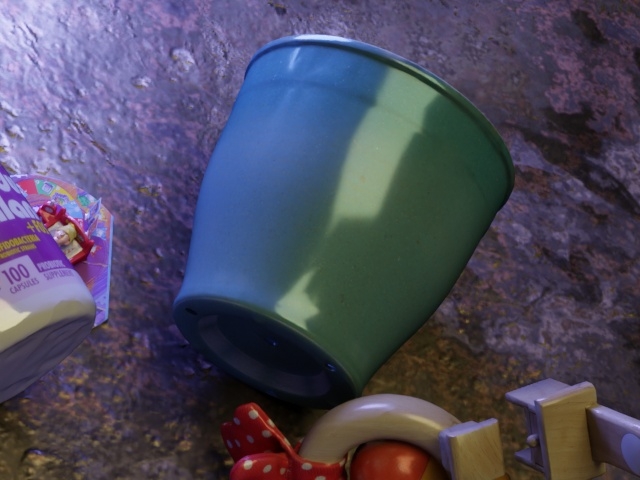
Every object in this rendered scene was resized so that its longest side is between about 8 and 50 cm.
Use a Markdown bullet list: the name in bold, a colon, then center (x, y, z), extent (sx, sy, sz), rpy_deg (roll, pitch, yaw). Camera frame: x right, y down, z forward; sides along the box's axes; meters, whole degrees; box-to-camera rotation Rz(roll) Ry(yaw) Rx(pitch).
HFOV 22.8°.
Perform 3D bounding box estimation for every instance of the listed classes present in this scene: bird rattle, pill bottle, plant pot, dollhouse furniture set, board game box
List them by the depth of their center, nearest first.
- **dollhouse furniture set**: center (0.095, 0.302, 1.190), extent (0.355, 0.174, 0.303), rpy_deg (-15, 105, -24)
- **pill bottle**: center (-0.329, -0.015, 1.302), extent (0.169, 0.169, 0.301), rpy_deg (-28, 76, -38)
- **bird rattle**: center (0.041, 0.206, 1.344), extent (0.253, 0.207, 0.143), rpy_deg (43, 26, -5)
- **board game box**: center (-0.247, 0.003, 1.423), extent (0.133, 0.033, 0.168), rpy_deg (13, 54, -21)
- **plant pot**: center (0.000, 0.000, 1.424), extent (0.272, 0.271, 0.255), rpy_deg (31, 65, -7)
